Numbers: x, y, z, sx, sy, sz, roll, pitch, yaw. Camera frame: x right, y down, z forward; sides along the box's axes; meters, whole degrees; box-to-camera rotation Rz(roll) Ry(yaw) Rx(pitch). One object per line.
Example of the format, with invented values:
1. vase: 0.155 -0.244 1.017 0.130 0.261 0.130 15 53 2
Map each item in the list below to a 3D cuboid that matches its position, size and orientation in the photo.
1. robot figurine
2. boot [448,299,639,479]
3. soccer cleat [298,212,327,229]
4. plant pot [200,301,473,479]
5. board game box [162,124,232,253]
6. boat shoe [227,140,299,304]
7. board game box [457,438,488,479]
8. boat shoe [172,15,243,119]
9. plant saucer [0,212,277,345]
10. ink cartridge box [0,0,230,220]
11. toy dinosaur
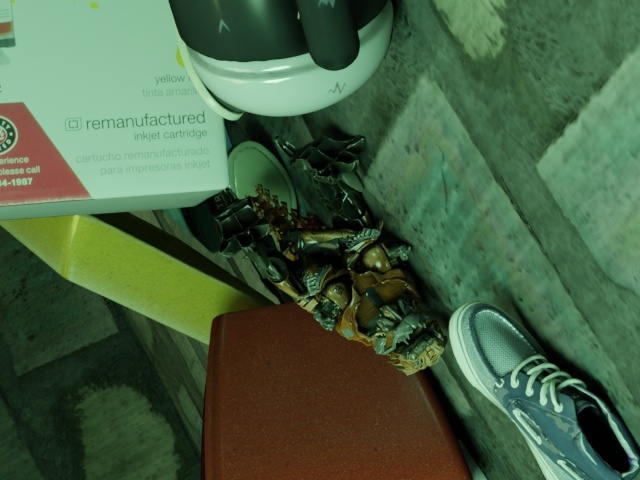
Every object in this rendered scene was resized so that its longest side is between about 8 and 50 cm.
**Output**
1. robot figurine: -0.036 -0.227 1.012 0.173 0.209 0.278 3 130 22
2. boot: 0.181 0.118 1.079 0.190 0.069 0.086 52 155 8
3. soccer cleat: 0.000 0.000 1.510 0.083 0.029 0.036 46 166 54
4. plant pot: -0.011 0.202 1.469 0.267 0.267 0.236 105 155 -67
5. board game box: -0.215 -0.155 1.837 0.336 0.079 0.254 36 149 58
6. boat shoe: -0.062 -0.015 1.577 0.068 0.081 0.228 23 140 60
7. board game box: 0.160 0.267 1.441 0.090 0.020 0.090 56 161 24
8. boat shoe: -0.075 -0.218 1.166 0.079 0.084 0.233 -19 63 37
9. plant saucer: -0.234 0.015 1.576 0.332 0.081 0.333 29 180 -39
10. ink cartridge box: -0.251 -0.220 1.284 0.160 0.279 0.385 163 101 -74
11. toy dinosaur: -0.001 0.021 1.352 0.322 0.164 0.218 12 147 43
